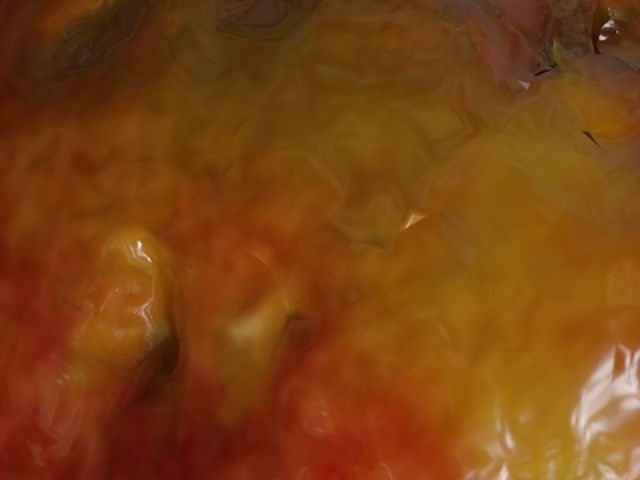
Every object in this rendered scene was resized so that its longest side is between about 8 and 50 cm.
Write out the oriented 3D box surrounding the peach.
[{"bbox_3d":[0.000,0.000,0.523,0.339,0.416,0.353,-34,136,-2],"label":"peach"}]
